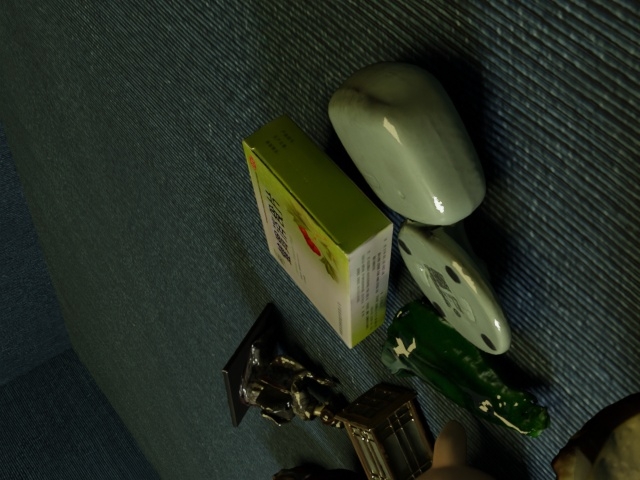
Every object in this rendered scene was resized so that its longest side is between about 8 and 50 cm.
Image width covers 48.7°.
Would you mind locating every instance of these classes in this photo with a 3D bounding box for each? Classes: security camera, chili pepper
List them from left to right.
[{"bbox_3d":[0.111,-0.024,0.654,0.302,0.080,0.157,61,168,-25],"label":"security camera"},{"bbox_3d":[0.151,0.139,0.754,0.216,0.062,0.108,25,136,45],"label":"chili pepper"}]

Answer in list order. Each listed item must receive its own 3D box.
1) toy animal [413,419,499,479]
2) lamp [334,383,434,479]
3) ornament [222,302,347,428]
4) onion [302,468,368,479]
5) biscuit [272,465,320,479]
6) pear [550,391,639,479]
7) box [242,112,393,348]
[{"bbox_3d":[0.175,0.357,0.820,0.166,0.154,0.250,50,167,53],"label":"toy animal"},{"bbox_3d":[0.132,0.357,0.958,0.089,0.090,0.326,-3,112,60],"label":"lamp"},{"bbox_3d":[-0.030,0.235,1.131,0.196,0.153,0.166,18,136,20],"label":"ornament"},{"bbox_3d":[0.030,0.482,1.079,0.252,0.219,0.252,62,180,-1],"label":"onion"},{"bbox_3d":[0.019,0.581,1.336,0.332,0.103,0.332,38,145,34],"label":"biscuit"},{"bbox_3d":[0.283,0.244,0.530,0.267,0.267,0.178,50,174,19],"label":"pear"},{"bbox_3d":[0.001,0.000,0.804,0.175,0.062,0.260,49,165,23],"label":"box"}]
